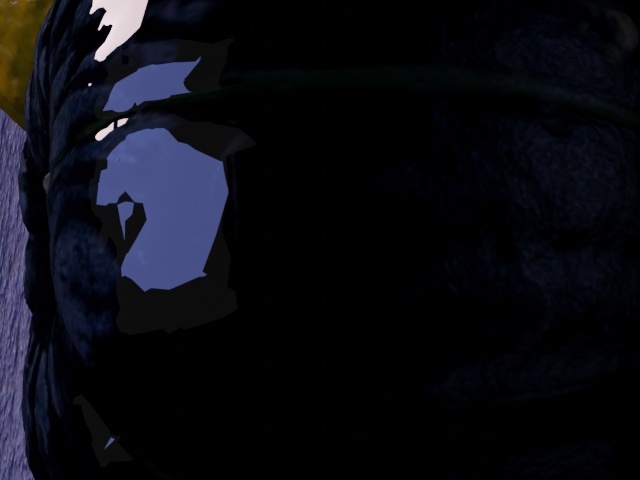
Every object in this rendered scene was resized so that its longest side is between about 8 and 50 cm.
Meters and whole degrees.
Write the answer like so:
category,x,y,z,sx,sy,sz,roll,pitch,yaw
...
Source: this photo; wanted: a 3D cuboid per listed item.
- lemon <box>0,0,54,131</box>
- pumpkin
category,x,y,z,sx,sy,sz,roll,pitch,yaw
lemon,-0.076,-0.185,0.921,0.316,0.285,0.285,-30,41,8
pumpkin,0.000,0.000,0.683,0.363,0.266,0.363,-179,90,-70
